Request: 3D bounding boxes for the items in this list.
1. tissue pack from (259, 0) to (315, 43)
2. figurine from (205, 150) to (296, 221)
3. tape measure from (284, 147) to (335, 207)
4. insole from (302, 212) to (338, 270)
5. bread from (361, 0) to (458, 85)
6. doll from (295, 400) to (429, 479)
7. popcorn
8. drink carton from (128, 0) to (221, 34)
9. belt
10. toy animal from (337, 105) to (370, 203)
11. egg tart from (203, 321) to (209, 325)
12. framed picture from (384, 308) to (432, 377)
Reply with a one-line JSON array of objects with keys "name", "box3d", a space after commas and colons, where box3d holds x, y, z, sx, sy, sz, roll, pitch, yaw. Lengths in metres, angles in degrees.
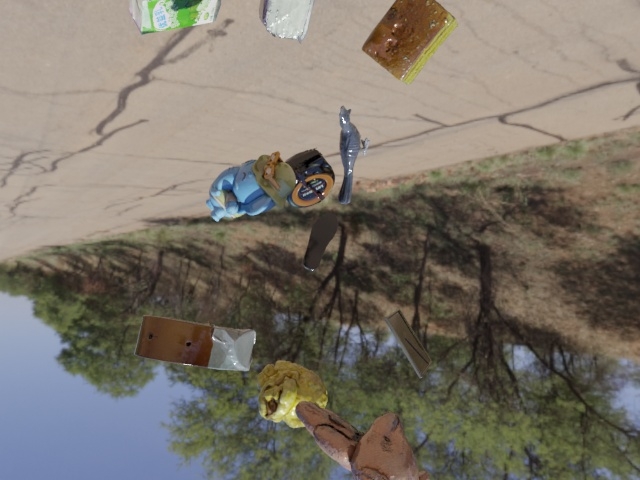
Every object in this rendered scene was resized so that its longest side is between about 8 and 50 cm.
[{"name": "tissue pack", "box3d": [-0.084, -0.674, 1.263, 0.126, 0.242, 0.343, 9, -153, -13]}, {"name": "figurine", "box3d": [-0.185, -0.120, 1.211, 0.262, 0.153, 0.180, -27, -170, 16]}, {"name": "tape measure", "box3d": [-0.054, -0.218, 1.688, 0.202, 0.135, 0.223, -28, 149, -7]}, {"name": "insole", "box3d": [0.000, 0.000, 2.106, 0.110, 0.309, 0.012, 22, 150, -5]}, {"name": "bread", "box3d": [0.263, -0.619, 1.446, 0.234, 0.184, 0.111, -50, 161, 21]}, {"name": "doll", "box3d": [0.080, 0.397, 0.989, 0.303, 0.156, 0.201, 28, 176, 44]}, {"name": "popcorn", "box3d": [-0.092, 0.464, 1.472, 0.200, 0.226, 0.203, -31, 153, 2]}, {"name": "drink carton", "box3d": [-0.466, -0.774, 1.543, 0.271, 0.108, 0.161, -25, 173, -27]}, {"name": "belt", "box3d": [-0.339, 0.286, 1.344, 0.339, 0.122, 0.217, 21, 163, -39]}, {"name": "toy animal", "box3d": [0.116, -0.341, 1.787, 0.081, 0.366, 0.206, 12, -147, 24]}, {"name": "egg tart", "box3d": [-0.477, 0.375, 1.897, 0.049, 0.128, 0.129, 21, 175, -6]}, {"name": "framed picture", "box3d": [0.394, 0.449, 2.133, 0.016, 0.289, 0.213, -35, 169, 23]}]
